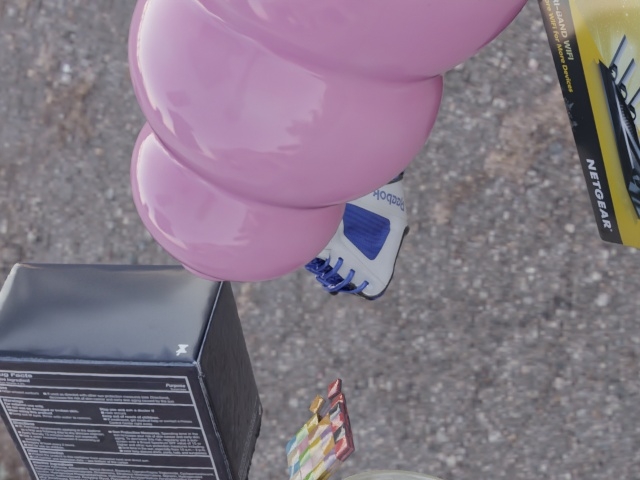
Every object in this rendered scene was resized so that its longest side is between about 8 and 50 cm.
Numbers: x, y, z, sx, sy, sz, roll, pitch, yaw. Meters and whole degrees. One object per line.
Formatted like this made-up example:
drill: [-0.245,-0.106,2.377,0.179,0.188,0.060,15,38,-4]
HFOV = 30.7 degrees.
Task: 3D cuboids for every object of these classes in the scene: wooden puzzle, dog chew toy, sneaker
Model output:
wooden puzzle: [-0.001,0.115,0.653,0.049,0.006,0.083,-49,24,20]
dog chew toy: [-0.012,-0.114,0.639,0.206,0.207,0.331,51,130,34]
sneaker: [0.001,0.000,1.387,0.127,0.316,0.182,-1,107,54]

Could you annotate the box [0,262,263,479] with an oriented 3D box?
box: [-0.250,0.188,1.529,0.296,0.294,0.182,1,44,11]

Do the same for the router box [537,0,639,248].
router box: [0.356,-0.130,1.172,0.243,0.081,0.308,17,132,60]

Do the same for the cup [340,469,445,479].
cup: [0.073,0.373,1.165,0.331,0.331,0.236,22,119,42]
